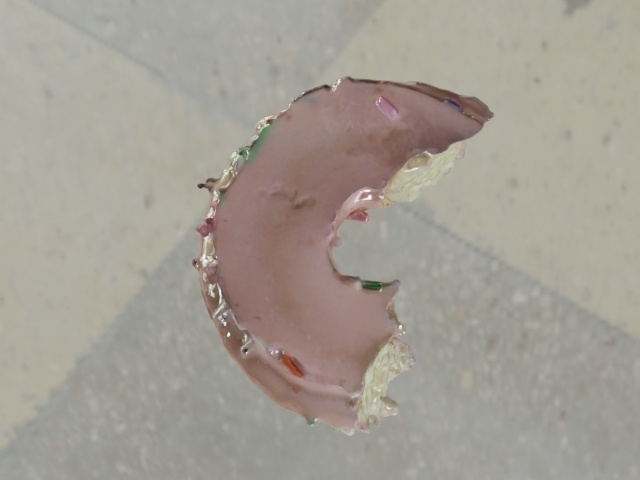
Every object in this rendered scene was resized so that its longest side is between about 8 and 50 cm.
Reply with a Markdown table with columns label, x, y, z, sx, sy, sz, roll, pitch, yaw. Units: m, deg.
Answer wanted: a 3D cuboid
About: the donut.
| label | x | y | z | sx | sy | sz | roll | pitch | yaw |
| --- | --- | --- | --- | --- | --- | --- | --- | --- | --- |
| donut | 0.000 | 0.000 | 0.751 | 0.117 | 0.065 | 0.166 | 20 | 73 | 11 |
